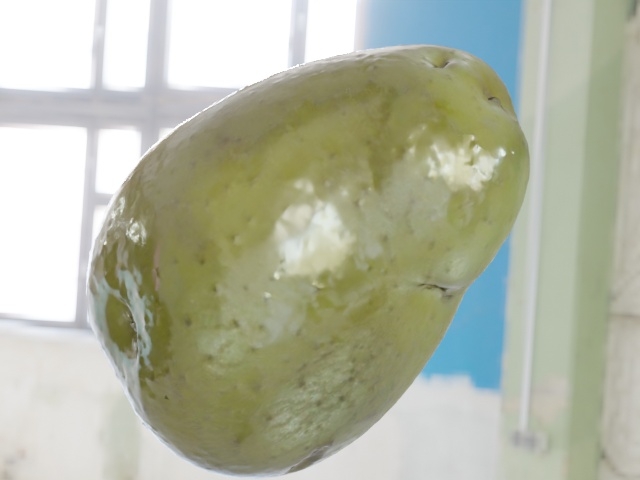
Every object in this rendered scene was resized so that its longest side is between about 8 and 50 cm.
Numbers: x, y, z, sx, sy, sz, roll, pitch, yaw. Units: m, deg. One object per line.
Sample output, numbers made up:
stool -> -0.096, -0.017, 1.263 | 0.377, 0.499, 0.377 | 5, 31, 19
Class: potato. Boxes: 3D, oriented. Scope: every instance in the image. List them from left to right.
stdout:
potato -> 0.000, 0.000, 0.724 | 0.194, 0.157, 0.157 | -40, -16, 19
